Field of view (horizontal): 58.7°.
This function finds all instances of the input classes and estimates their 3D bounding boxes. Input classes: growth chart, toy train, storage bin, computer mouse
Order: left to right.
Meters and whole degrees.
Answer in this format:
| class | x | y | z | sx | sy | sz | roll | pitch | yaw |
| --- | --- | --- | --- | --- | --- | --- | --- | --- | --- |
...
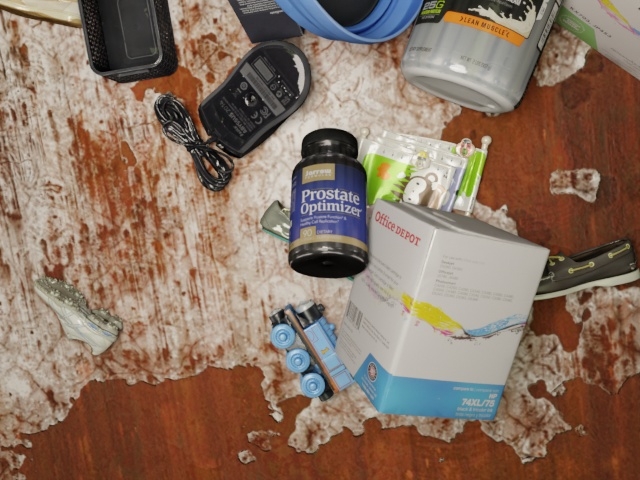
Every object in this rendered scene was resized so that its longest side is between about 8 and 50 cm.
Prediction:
| class | x | y | z | sx | sy | sz | roll | pitch | yaw |
| --- | --- | --- | --- | --- | --- | --- | --- | --- | --- |
| storage bin | -0.316 | -0.361 | 0.933 | 0.122 | 0.084 | 0.180 | -8 | 97 | 5 |
| computer mouse | -0.128 | -0.226 | 0.949 | 0.272 | 0.072 | 0.188 | -33 | 96 | 19 |
| toy train | -0.012 | 0.186 | 0.983 | 0.105 | 0.080 | 0.184 | -31 | 92 | -2 |
| growth chart | 0.157 | -0.103 | 0.963 | 0.237 | 0.021 | 0.172 | 7 | 98 | 4 |

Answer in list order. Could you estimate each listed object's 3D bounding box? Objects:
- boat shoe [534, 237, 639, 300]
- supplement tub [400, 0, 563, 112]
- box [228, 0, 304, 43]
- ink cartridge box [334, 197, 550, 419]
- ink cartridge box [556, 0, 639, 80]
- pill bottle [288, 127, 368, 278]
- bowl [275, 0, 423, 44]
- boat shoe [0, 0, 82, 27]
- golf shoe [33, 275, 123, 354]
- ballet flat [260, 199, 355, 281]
| class | x | y | z | sx | sy | sz | roll | pitch | yaw |
| --- | --- | --- | --- | --- | --- | --- | --- | --- | --- |
| boat shoe | 0.405 | 0.050 | 0.937 | 0.228 | 0.081 | 0.068 | -12 | 93 | -2 |
| supplement tub | 0.258 | -0.366 | 0.838 | 0.194 | 0.193 | 0.316 | 20 | 97 | 1 |
| box | -0.082 | -0.408 | 0.840 | 0.093 | 0.158 | 0.156 | -3 | 64 | 18 |
| ink cartridge box | 0.170 | 0.097 | 0.862 | 0.197 | 0.198 | 0.270 | 10 | 102 | -20 |
| ink cartridge box | 0.464 | -0.336 | 0.746 | 0.207 | 0.353 | 0.119 | 34 | 98 | 0 |
| pill bottle | 0.013 | -0.059 | 0.894 | 0.123 | 0.123 | 0.219 | -1 | 67 | 4 |
| bowl | 0.027 | -0.466 | 0.774 | 0.077 | 0.391 | 0.391 | 4 | 99 | 41 |
| boat shoe | -0.478 | -0.405 | 0.954 | 0.170 | 0.063 | 0.059 | 12 | 95 | -7 |
| golf shoe | -0.445 | 0.138 | 1.012 | 0.176 | 0.069 | 0.086 | 36 | 104 | 0 |
| ballet flat | 0.000 | 0.000 | 0.961 | 0.213 | 0.072 | 0.068 | 30 | 92 | 0 |
